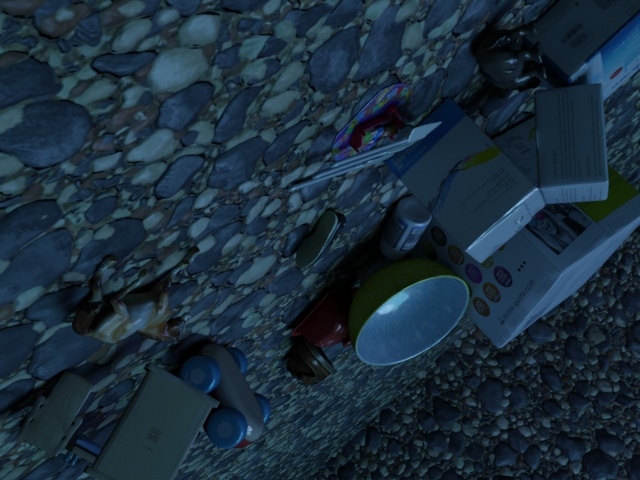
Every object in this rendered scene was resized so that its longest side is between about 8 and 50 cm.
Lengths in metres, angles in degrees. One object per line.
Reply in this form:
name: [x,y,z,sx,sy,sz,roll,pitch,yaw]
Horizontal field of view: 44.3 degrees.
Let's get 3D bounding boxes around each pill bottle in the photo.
pill bottle: [0.178,-0.023,1.678,0.078,0.078,0.137,-26,156,-34]

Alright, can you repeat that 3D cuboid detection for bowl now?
bowl: [0.174,0.132,1.779,0.289,0.156,0.290,-18,140,-16]

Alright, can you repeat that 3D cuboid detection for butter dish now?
butter dish: [0.037,0.198,1.838,0.160,0.118,0.159,-47,158,21]

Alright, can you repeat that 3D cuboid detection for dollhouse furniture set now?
dollhouse furniture set: [-0.361,0.323,1.395,0.198,0.286,0.303,-62,-167,-22]

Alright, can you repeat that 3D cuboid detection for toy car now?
toy car: [-0.252,0.341,1.548,0.237,0.210,0.219,-30,173,9]

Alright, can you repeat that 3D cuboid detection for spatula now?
spatula: [0.071,-0.136,1.271,0.242,0.019,0.168,-21,179,-37]

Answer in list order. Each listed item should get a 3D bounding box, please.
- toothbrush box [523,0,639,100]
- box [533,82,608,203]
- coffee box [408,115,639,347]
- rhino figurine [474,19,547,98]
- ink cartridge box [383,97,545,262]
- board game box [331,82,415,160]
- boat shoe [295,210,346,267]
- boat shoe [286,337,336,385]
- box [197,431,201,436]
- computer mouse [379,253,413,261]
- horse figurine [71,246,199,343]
toothbrush box: [0.518,-0.372,1.474,0.216,0.126,0.295,-43,161,11]
box: [0.459,-0.171,1.438,0.119,0.181,0.182,-3,173,19]
coffee box: [0.459,-0.029,1.787,0.338,0.334,0.338,-30,157,-29]
rhino figurine: [0.331,-0.300,1.355,0.106,0.073,0.243,-10,169,19]
ink cartridge box: [0.266,-0.104,1.435,0.168,0.233,0.171,-43,160,10]
board game box: [0.094,-0.179,1.268,0.168,0.033,0.133,-45,160,13]
boat shoe: [0.001,0.001,1.460,0.042,0.049,0.133,4,129,-51]
boat shoe: [-0.028,0.321,1.988,0.104,0.111,0.307,-33,161,-4]
box: [-0.398,0.512,1.844,0.191,0.045,0.184,-47,161,18]
computer mouse: [0.245,0.056,1.974,0.272,0.072,0.188,-32,158,-20]
horse figurine: [-0.274,0.094,1.153,0.263,0.066,0.174,-10,139,-58]
